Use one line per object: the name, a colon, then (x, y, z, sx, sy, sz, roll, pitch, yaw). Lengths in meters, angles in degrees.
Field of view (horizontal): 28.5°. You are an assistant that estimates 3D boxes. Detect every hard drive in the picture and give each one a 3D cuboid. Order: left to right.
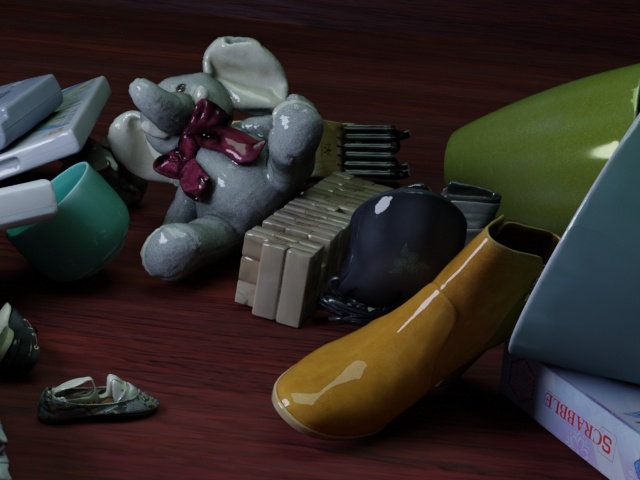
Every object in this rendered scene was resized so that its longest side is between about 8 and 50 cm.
hard drive: (-0.486, 0.002, 1.330, 0.353, 0.047, 0.233, -16, 5, -35)

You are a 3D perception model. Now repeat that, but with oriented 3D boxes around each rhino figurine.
rhino figurine: (-0.333, -0.112, 1.802, 0.243, 0.106, 0.073, 24, 66, 45)

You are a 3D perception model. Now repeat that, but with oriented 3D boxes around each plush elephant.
plush elephant: (-0.144, -0.124, 1.603, 0.255, 0.272, 0.330, 46, 8, 9)

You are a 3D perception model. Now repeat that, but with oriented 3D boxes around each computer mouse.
computer mouse: (0.089, 0.043, 1.327, 0.189, 0.272, 0.072, 5, 60, 1)

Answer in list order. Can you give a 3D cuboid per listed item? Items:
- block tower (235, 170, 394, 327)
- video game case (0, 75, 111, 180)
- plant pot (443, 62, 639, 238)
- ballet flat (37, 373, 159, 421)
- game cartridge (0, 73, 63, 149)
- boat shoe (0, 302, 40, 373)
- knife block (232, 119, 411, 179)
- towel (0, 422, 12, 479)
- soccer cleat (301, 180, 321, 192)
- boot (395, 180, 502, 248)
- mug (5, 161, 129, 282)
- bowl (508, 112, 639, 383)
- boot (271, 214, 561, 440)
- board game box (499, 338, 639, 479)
block tower: (0.000, 0.000, 1.560, 0.091, 0.097, 0.335, 16, 20, 15)
video game case: (-0.447, -0.129, 1.717, 0.300, 0.036, 0.329, -19, 19, 4)
plant pot: (0.332, -0.101, 1.761, 0.294, 0.274, 0.275, -2, 13, 29)
ballet flat: (-0.205, 0.145, 1.169, 0.114, 0.041, 0.041, -2, 20, -23)
game cartridge: (-0.497, -0.142, 1.674, 0.297, 0.062, 0.198, -13, 17, 22)
boat shoe: (-0.310, 0.100, 1.269, 0.042, 0.049, 0.133, 29, 3, -23)
knife block: (-0.005, -0.135, 1.949, 0.276, 0.088, 0.242, 1, -1, 30)
towel: (-0.398, 0.115, 1.074, 0.235, 0.121, 0.283, -2, 21, -20)
soccer cleat: (-0.016, -0.078, 1.892, 0.083, 0.029, 0.035, -7, 27, -22)
boot: (0.194, 0.019, 1.463, 0.247, 0.161, 0.083, 7, 19, 2)
mug: (-0.289, -0.019, 1.485, 0.129, 0.097, 0.157, -37, 21, 11)
bowl: (0.324, 0.013, 1.177, 0.163, 0.311, 0.311, 31, 26, 15)
boot: (0.099, 0.071, 1.189, 0.295, 0.211, 0.104, -12, 53, -47)
board game box: (0.393, 0.170, 1.227, 0.319, 0.065, 0.318, -4, 20, -24)
